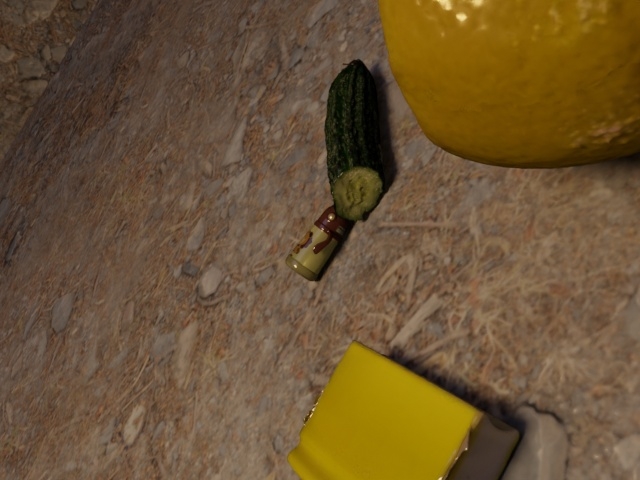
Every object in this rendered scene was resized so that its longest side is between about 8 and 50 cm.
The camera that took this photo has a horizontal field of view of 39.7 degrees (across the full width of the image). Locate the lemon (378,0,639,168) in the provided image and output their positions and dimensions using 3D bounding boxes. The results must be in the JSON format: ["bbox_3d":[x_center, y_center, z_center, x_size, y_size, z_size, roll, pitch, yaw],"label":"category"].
[{"bbox_3d":[0.240,-0.235,0.758,0.364,0.364,0.364,-33,41,34],"label":"lemon"}]

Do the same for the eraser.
[{"bbox_3d":[0.070,0.204,0.857,0.158,0.069,0.226,-59,32,-5],"label":"eraser"}]

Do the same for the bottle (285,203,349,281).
[{"bbox_3d":[-0.001,-0.001,1.136,0.101,0.047,0.063,-55,42,2],"label":"bottle"}]

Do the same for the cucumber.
[{"bbox_3d":[0.041,-0.145,1.175,0.077,0.077,0.265,-36,38,31],"label":"cucumber"}]
